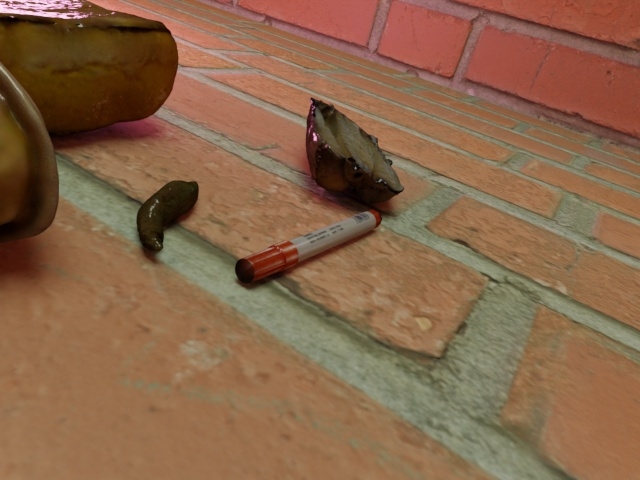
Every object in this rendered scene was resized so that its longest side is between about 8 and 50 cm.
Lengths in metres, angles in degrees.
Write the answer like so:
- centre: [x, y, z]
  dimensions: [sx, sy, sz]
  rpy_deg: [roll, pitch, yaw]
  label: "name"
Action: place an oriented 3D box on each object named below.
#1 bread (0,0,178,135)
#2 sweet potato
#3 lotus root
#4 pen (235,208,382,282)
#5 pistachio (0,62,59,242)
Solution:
- centre: [-0.403, -0.249, 0.653]
  dimensions: [0.327, 0.148, 0.337]
  rpy_deg: [24, 29, 24]
  label: "bread"
- centre: [-0.156, -0.032, 0.491]
  dimensions: [0.041, 0.038, 0.153]
  rpy_deg: [-6, 28, 7]
  label: "sweet potato"
- centre: [0.031, -0.142, 0.771]
  dimensions: [0.167, 0.078, 0.329]
  rpy_deg: [35, 21, -16]
  label: "lotus root"
- centre: [0.000, 0.000, 0.525]
  dimensions: [0.028, 0.028, 0.239]
  rpy_deg: [30, 30, 26]
  label: "pen"
- centre: [-0.322, -0.098, 0.361]
  dimensions: [0.299, 0.188, 0.187]
  rpy_deg: [32, 31, 20]
  label: "pistachio"
